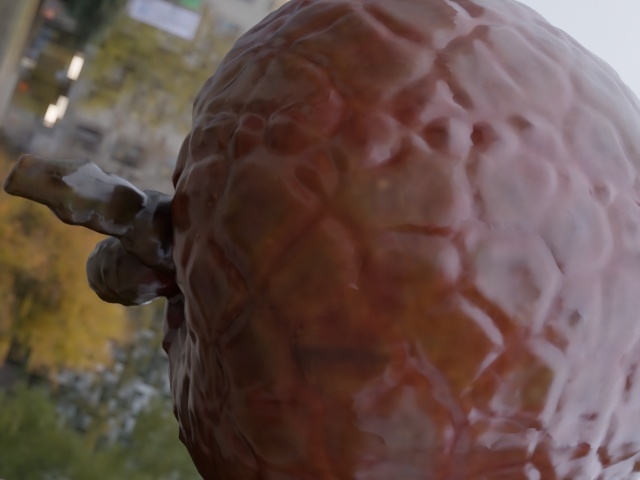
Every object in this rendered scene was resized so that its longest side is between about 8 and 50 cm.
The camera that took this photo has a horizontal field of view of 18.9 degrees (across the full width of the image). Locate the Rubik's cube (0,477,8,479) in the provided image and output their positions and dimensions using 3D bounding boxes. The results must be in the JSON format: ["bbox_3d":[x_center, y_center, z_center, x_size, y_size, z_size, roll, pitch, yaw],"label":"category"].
[{"bbox_3d":[-0.316,0.312,1.209,0.318,0.313,0.316,25,-86,59],"label":"Rubik's cube"}]

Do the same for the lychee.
[{"bbox_3d":[0.026,0.018,0.773,0.255,0.300,0.255,177,-90,-82],"label":"lychee"}]
